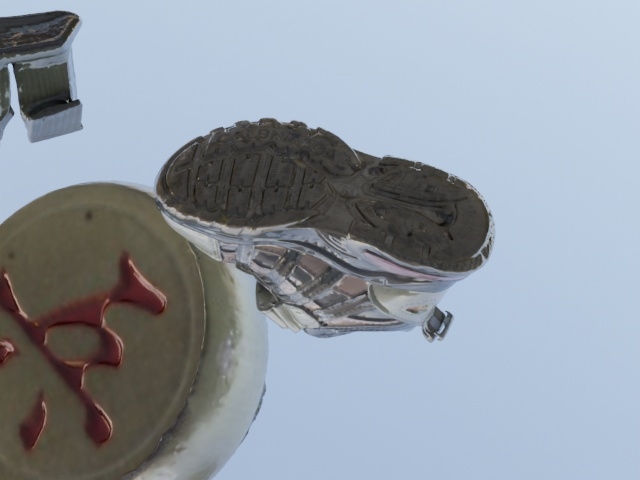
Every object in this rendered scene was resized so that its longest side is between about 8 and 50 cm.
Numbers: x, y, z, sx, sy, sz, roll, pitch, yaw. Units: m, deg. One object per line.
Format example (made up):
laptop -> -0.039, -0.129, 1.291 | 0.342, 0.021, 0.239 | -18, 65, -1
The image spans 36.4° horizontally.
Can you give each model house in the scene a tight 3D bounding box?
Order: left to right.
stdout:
model house -> -0.442, -0.233, 1.448 | 0.229, 0.188, 0.122 | -19, -151, -34

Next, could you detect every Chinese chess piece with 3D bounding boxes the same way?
Chinese chess piece -> -0.157, 0.080, 0.706 | 0.250, 0.103, 0.249 | -8, -109, 23

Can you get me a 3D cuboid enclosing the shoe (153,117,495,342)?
shoe -> 0.000, 0.000, 0.529 | 0.180, 0.092, 0.089 | 13, -134, 7
